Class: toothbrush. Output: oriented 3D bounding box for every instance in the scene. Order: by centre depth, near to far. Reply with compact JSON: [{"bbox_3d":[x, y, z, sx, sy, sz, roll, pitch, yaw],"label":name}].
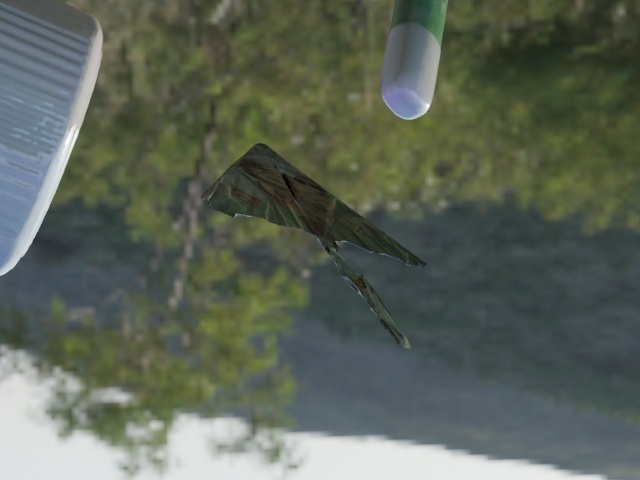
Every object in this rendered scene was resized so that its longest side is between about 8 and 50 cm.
[{"bbox_3d":[0.046,-0.134,0.634,0.024,0.257,0.018,-21,129,33],"label":"toothbrush"}]

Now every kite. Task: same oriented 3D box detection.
[{"bbox_3d":[0.001,-0.001,1.430,0.229,0.012,0.250,13,-151,-41],"label":"kite"}]

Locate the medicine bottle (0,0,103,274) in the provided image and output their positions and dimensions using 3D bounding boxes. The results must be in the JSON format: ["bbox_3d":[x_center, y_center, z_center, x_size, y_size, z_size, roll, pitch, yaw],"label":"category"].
[{"bbox_3d":[-0.330,-0.123,1.079,0.395,0.242,0.242,20,170,-17],"label":"medicine bottle"}]
